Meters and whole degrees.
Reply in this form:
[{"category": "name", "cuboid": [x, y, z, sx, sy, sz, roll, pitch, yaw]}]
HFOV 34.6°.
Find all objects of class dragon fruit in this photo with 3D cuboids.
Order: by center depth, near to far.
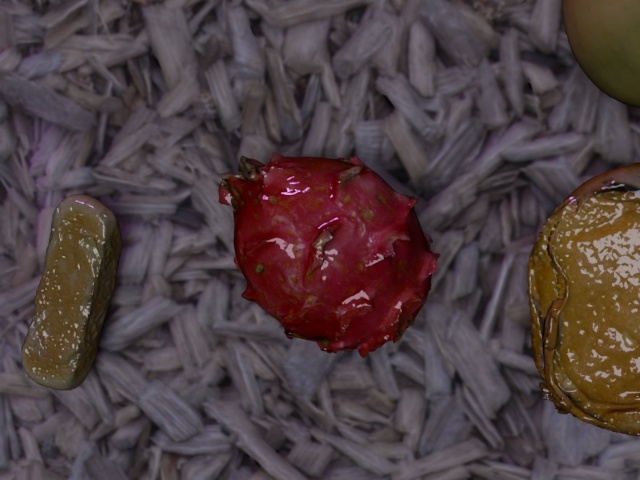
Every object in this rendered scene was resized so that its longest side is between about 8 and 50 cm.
[{"category": "dragon fruit", "cuboid": [0.000, 0.000, 1.106, 0.268, 0.210, 0.205, 41, 86, 9]}]

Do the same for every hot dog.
[{"category": "hot dog", "cuboid": [-0.291, 0.061, 1.229, 0.084, 0.073, 0.242, 18, 103, 12]}]

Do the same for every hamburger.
[{"category": "hamburger", "cuboid": [0.359, 0.057, 1.059, 0.319, 0.158, 0.318, 2, 99, 11]}]

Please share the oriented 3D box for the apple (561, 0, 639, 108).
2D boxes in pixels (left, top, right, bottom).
[{"category": "apple", "cuboid": [0.367, -0.244, 0.975, 0.263, 0.262, 0.262, 1, 98, 11]}]
